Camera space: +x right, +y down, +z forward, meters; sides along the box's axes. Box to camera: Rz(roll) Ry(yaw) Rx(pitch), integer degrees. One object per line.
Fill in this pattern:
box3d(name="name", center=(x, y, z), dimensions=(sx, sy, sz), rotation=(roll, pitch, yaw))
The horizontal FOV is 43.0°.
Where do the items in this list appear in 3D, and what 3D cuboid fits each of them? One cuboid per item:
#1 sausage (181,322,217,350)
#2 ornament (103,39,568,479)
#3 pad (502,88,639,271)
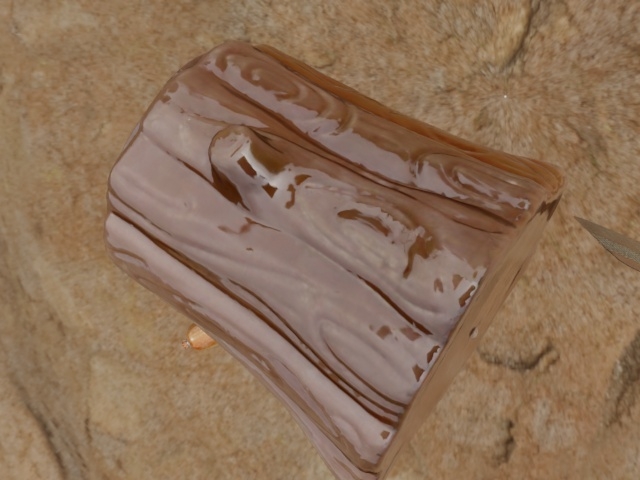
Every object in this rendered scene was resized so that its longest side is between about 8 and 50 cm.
box3d(name="sausage", center=(-0.073, 0.090, 1.283), dimensions=(0.348, 0.053, 0.053), rotation=(-28, 93, 13))
box3d(name="ornament", center=(0.000, 0.000, 0.496), dimensions=(0.218, 0.221, 0.235), rotation=(31, 88, 17))
box3d(name="pad", center=(0.299, -0.027, 0.846), dimensions=(0.323, 0.250, 0.055), rotation=(40, 104, -5))
